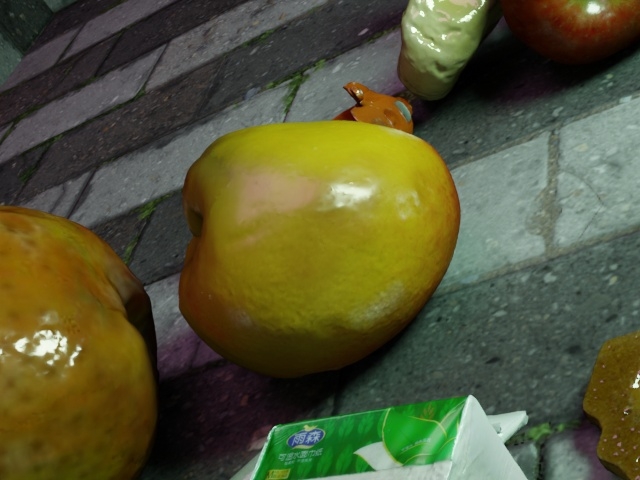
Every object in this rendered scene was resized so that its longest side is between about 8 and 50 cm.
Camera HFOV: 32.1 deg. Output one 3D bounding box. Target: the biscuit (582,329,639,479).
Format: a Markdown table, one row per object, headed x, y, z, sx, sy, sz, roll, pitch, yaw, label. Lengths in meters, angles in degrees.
| x | y | z | sx | sy | sz | roll | pitch | yaw | label |
| --- | --- | --- | --- | --- | --- | --- | --- | --- | --- |
| 0.308 | 0.141 | 0.904 | 0.182 | 0.034 | 0.215 | -27 | 32 | 20 | biscuit |

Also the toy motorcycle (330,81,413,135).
| x | y | z | sx | sy | sz | roll | pitch | yaw | label |
| --- | --- | --- | --- | --- | --- | --- | --- | --- | --- |
| 0.004 | -0.097 | 1.510 | 0.325 | 0.148 | 0.221 | -37 | 6 | -5 | toy motorcycle |

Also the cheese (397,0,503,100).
| x | y | z | sx | sy | sz | roll | pitch | yaw | label |
| --- | --- | --- | --- | --- | --- | --- | --- | --- | --- |
| 0.181 | -0.302 | 1.559 | 0.226 | 0.117 | 0.214 | -60 | -8 | -4 | cheese |

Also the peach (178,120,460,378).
| x | y | z | sx | sy | sz | roll | pitch | yaw | label |
| --- | --- | --- | --- | --- | --- | --- | --- | --- | --- |
| 0.001 | 0.005 | 1.223 | 0.307 | 0.289 | 0.289 | 2 | 28 | -9 | peach |

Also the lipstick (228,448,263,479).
| x | y | z | sx | sy | sz | roll | pitch | yaw | label |
| --- | --- | --- | --- | --- | --- | --- | --- | --- | --- |
| -0.072 | 0.254 | 1.141 | 0.186 | 0.063 | 0.057 | -40 | 29 | -19 | lipstick |

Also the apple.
| x | y | z | sx | sy | sz | roll | pitch | yaw | label |
| --- | --- | --- | --- | --- | --- | --- | --- | --- | --- |
| 0.330 | -0.340 | 1.416 | 0.230 | 0.230 | 0.230 | -27 | 29 | 17 | apple |

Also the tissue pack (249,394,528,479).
| x | y | z | sx | sy | sz | roll | pitch | yaw | label |
| --- | --- | --- | --- | --- | --- | --- | --- | --- | --- |
| 0.069 | 0.208 | 0.951 | 0.209 | 0.148 | 0.156 | -14 | 35 | 36 | tissue pack |

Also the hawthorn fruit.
| x | y | z | sx | sy | sz | roll | pitch | yaw | label |
| --- | --- | --- | --- | --- | --- | --- | --- | --- | --- |
| -0.401 | 0.169 | 1.284 | 0.471 | 0.472 | 0.472 | -27 | 29 | 17 | hawthorn fruit |
